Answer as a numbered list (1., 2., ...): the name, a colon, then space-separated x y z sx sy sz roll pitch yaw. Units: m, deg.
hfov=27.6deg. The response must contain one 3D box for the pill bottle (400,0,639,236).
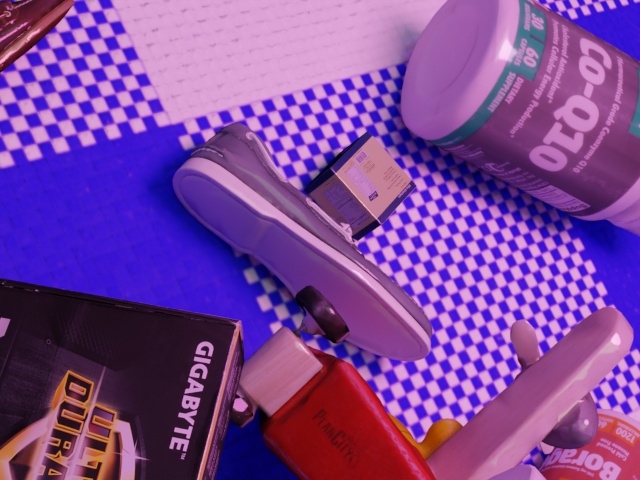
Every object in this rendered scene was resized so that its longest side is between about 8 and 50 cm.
1. pill bottle: 0.293 -0.147 1.556 0.361 0.204 0.204 24 56 -24

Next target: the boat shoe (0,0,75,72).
1. boat shoe: -0.316 -0.192 1.232 0.073 0.073 0.207 46 49 -10

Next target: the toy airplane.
1. toy airplane: 0.075 0.234 1.111 0.272 0.386 0.384 53 38 -35

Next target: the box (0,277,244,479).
1. box: -0.219 0.194 1.031 0.257 0.079 0.322 9 57 7

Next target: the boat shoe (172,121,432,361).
1. boat shoe: 0.000 0.000 1.336 0.319 0.116 0.099 38 55 -8

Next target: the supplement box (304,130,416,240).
1. supplement box: 0.044 -0.059 1.433 0.083 0.056 0.083 48 50 -6

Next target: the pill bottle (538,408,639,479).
1. pill bottle: 0.276 0.290 1.383 0.121 0.121 0.216 47 49 -7
